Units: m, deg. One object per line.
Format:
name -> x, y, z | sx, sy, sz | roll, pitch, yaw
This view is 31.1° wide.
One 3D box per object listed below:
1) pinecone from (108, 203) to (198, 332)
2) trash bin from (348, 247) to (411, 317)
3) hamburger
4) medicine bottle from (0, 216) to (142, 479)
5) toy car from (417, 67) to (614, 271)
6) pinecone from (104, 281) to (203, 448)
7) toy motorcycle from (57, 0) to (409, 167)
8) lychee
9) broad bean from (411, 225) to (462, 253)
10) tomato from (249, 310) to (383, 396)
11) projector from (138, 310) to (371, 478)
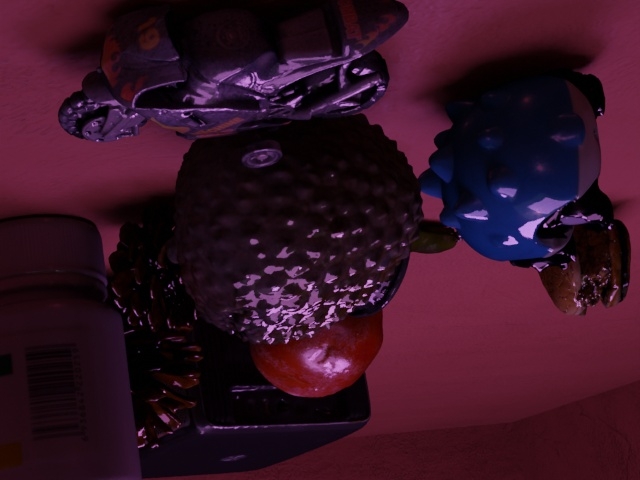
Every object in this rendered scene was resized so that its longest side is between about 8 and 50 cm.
pinecone -> -0.166, 0.036, 1.436 | 0.165, 0.163, 0.163 | 3, 165, 10
trash bin -> 0.000, 0.000, 1.457 | 0.161, 0.175, 0.175 | 14, 153, -30
hamburger -> 0.413, 0.042, 1.810 | 0.131, 0.159, 0.185 | -5, -178, -5
medicine bottle -> -0.344, 0.157, 1.428 | 0.208, 0.340, 0.208 | -10, 163, -3
toy car -> 0.206, -0.075, 1.264 | 0.190, 0.188, 0.255 | 1, 165, -6
pinecone -> -0.290, 0.189, 1.738 | 0.264, 0.264, 0.264 | -9, 163, -3
toy motorcycle -> -0.080, -0.146, 1.011 | 0.307, 0.108, 0.173 | -10, 158, -9
lychee -> -0.030, -0.017, 1.192 | 0.274, 0.255, 0.255 | -5, 164, 9
broad bean -> 0.115, -0.007, 1.667 | 0.254, 0.046, 0.065 | 6, 150, -46
tomato -> 0.002, 0.126, 1.735 | 0.188, 0.232, 0.232 | 31, 158, -1
projector -> -0.175, 0.280, 2.106 | 0.395, 0.242, 0.405 | 6, 155, -37
